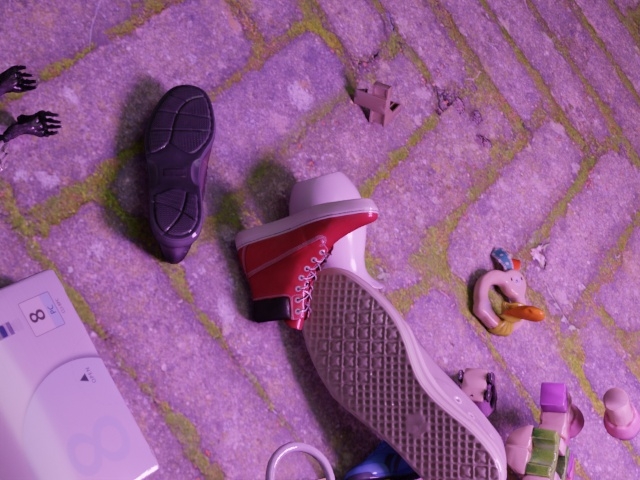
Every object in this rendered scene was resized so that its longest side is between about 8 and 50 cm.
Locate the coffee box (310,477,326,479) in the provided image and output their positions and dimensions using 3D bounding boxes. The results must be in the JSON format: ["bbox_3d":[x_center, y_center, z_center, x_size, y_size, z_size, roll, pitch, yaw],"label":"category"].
[{"bbox_3d":[-0.012,0.452,1.758,0.113,0.040,0.184,1,69,-41],"label":"coffee box"}]

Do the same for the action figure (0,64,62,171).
[{"bbox_3d":[-0.483,-0.158,1.575,0.275,0.141,0.164,-33,104,-48],"label":"action figure"}]

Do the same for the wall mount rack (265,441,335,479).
[{"bbox_3d":[0.007,0.465,1.659,0.304,0.130,0.350,3,68,-34],"label":"wall mount rack"}]

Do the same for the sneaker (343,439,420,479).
[{"bbox_3d":[0.105,0.354,1.903,0.209,0.069,0.082,-5,61,-44],"label":"sneaker"}]

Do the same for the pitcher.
[{"bbox_3d":[0.000,0.000,1.957,0.177,0.125,0.207,-16,91,-30],"label":"pitcher"}]

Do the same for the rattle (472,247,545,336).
[{"bbox_3d":[0.377,0.077,2.240,0.130,0.143,0.200,35,53,0],"label":"rattle"}]

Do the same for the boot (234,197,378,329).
[{"bbox_3d":[-0.006,0.041,1.843,0.088,0.244,0.176,19,54,-65],"label":"boot"}]

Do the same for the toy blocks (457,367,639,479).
[{"bbox_3d":[0.396,0.405,2.065,0.260,0.308,0.289,53,46,-57],"label":"toy blocks"}]

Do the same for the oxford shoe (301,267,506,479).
[{"bbox_3d":[0.130,0.232,1.874,0.449,0.169,0.130,49,16,11],"label":"oxford shoe"}]

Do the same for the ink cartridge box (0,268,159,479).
[{"bbox_3d":[-0.424,0.241,1.459,0.385,0.091,0.308,-27,88,-47],"label":"ink cartridge box"}]

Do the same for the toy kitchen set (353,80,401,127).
[{"bbox_3d":[0.110,-0.274,2.227,0.068,0.083,0.075,22,41,20],"label":"toy kitchen set"}]

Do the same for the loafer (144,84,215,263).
[{"bbox_3d":[-0.224,-0.104,1.835,0.109,0.095,0.303,5,57,-7],"label":"loafer"}]
